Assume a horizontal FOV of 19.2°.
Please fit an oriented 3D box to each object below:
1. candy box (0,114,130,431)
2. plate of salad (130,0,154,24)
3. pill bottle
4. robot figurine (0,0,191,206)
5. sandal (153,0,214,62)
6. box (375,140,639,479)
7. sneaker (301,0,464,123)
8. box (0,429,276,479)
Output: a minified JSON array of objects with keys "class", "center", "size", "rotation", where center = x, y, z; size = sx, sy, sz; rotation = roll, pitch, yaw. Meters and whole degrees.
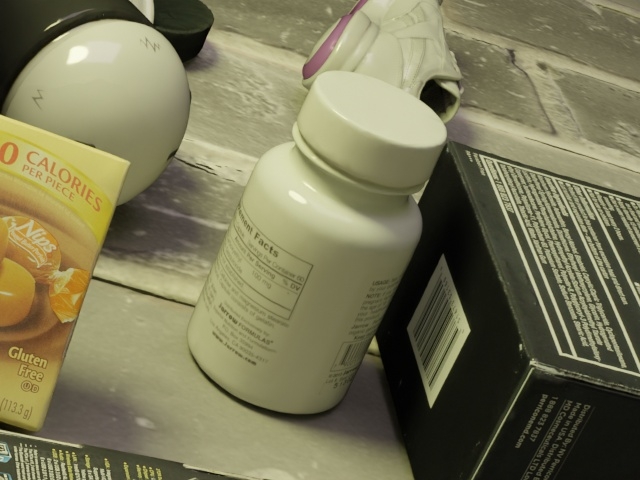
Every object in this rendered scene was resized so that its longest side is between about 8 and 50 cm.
[{"class":"candy box","center":[-0.298,-0.015,1.193],"size":[0.316,0.183,0.087],"rotation":[19,-5,-9]},{"class":"plate of salad","center":[-0.247,-0.227,1.722],"size":[0.200,0.048,0.200],"rotation":[15,56,-24]},{"class":"pill bottle","center":[0.000,0.000,1.370],"size":[0.131,0.229,0.131],"rotation":[19,27,-10]},{"class":"robot figurine","center":[-0.225,-0.139,1.514],"size":[0.209,0.173,0.278],"rotation":[-36,55,-17]},{"class":"sandal","center":[-0.295,-0.320,1.853],"size":[0.445,0.107,0.167],"rotation":[27,27,7]},{"class":"box","center":[0.219,0.104,1.410],"size":[0.294,0.183,0.296],"rotation":[14,30,-17]},{"class":"sneaker","center":[0.081,-0.182,1.939],"size":[0.152,0.114,0.305],"rotation":[39,31,-2]},{"class":"box","center":[-0.089,0.260,0.974],"size":[0.318,0.097,0.395],"rotation":[11,29,-21]}]
